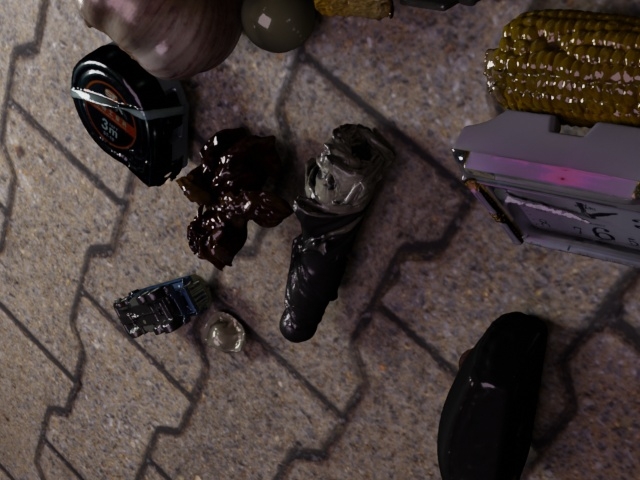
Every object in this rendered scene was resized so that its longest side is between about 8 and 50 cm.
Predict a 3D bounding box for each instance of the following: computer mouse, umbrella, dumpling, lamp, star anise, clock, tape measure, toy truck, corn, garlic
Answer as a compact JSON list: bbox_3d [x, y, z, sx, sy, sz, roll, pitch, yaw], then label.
[{"bbox_3d":[0.200,0.217,1.452,0.100,0.170,0.269,15,123,20],"label":"computer mouse"},{"bbox_3d":[-0.004,0.002,1.563,0.106,0.113,0.358,23,133,4],"label":"umbrella"},{"bbox_3d":[-0.147,0.144,1.852,0.052,0.057,0.076,28,173,-22],"label":"dumpling"},{"bbox_3d":[-0.051,-0.306,1.420,0.091,0.091,0.163,27,136,30],"label":"lamp"},{"bbox_3d":[-0.130,-0.051,1.612,0.220,0.125,0.190,-47,55,41],"label":"star anise"},{"bbox_3d":[0.272,-0.046,1.212,0.253,0.083,0.186,14,161,39],"label":"clock"},{"bbox_3d":[-0.268,-0.195,1.699,0.182,0.107,0.181,39,139,19],"label":"tape measure"},{"bbox_3d":[-0.247,0.098,1.880,0.201,0.088,0.074,-16,106,52],"label":"toy truck"},{"bbox_3d":[0.297,-0.161,1.160,0.321,0.119,0.119,17,126,38],"label":"corn"},{"bbox_3d":[-0.176,-0.345,1.469,0.245,0.245,0.253,41,104,18],"label":"garlic"}]

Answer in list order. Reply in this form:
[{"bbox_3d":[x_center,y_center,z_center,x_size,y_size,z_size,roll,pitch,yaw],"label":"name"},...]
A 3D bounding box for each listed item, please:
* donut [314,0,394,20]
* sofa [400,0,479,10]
[{"bbox_3d":[0.034,-0.343,1.250,0.259,0.101,0.152,79,-174,-76],"label":"donut"},{"bbox_3d":[0.122,-0.321,1.271,0.085,0.060,0.147,17,126,36],"label":"sofa"}]
